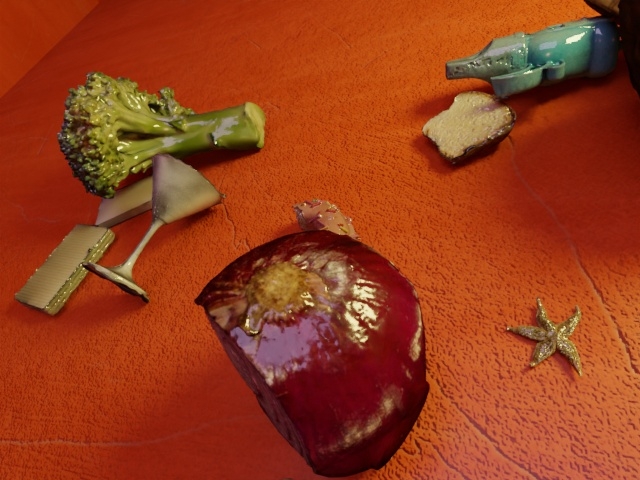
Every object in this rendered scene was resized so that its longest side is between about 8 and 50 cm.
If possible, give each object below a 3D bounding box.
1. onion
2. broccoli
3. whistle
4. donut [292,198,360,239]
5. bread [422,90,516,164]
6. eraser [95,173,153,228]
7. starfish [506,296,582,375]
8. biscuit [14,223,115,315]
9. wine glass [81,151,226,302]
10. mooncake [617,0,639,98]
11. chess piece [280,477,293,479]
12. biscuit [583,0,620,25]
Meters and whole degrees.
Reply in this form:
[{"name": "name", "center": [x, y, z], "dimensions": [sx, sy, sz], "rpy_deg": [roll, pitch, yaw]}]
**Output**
[{"name": "onion", "center": [0.017, 0.106, 0.447], "dimensions": [0.207, 0.216, 0.206], "rpy_deg": [-41, 50, -20]}, {"name": "broccoli", "center": [-0.348, -0.218, 0.890], "dimensions": [0.397, 0.275, 0.353], "rpy_deg": [26, 65, 24]}, {"name": "whistle", "center": [0.343, -0.294, 0.681], "dimensions": [0.274, 0.093, 0.186], "rpy_deg": [-3, 32, 18]}, {"name": "donut", "center": [0.000, 0.000, 0.637], "dimensions": [0.117, 0.065, 0.166], "rpy_deg": [-12, 51, 17]}, {"name": "bread", "center": [0.238, -0.181, 0.687], "dimensions": [0.126, 0.044, 0.129], "rpy_deg": [-34, 49, 7]}, {"name": "eraser", "center": [-0.428, -0.088, 0.945], "dimensions": [0.150, 0.023, 0.104], "rpy_deg": [-22, 46, 8]}, {"name": "starfish", "center": [0.257, 0.105, 0.461], "dimensions": [0.092, 0.016, 0.086], "rpy_deg": [-37, 49, -9]}, {"name": "biscuit", "center": [-0.516, 0.053, 0.862], "dimensions": [0.121, 0.040, 0.199], "rpy_deg": [5, 55, 32]}, {"name": "wine glass", "center": [-0.296, -0.020, 0.749], "dimensions": [0.156, 0.156, 0.232], "rpy_deg": [13, 65, 33]}, {"name": "mooncake", "center": [0.456, -0.213, 0.444], "dimensions": [0.161, 0.290, 0.290], "rpy_deg": [-25, 46, 16]}, {"name": "chess piece", "center": [-0.005, 0.309, 0.395], "dimensions": [0.060, 0.060, 0.172], "rpy_deg": [-34, 44, -4]}, {"name": "biscuit", "center": [0.474, -0.338, 0.621], "dimensions": [0.050, 0.170, 0.170], "rpy_deg": [-60, 34, 34]}]
